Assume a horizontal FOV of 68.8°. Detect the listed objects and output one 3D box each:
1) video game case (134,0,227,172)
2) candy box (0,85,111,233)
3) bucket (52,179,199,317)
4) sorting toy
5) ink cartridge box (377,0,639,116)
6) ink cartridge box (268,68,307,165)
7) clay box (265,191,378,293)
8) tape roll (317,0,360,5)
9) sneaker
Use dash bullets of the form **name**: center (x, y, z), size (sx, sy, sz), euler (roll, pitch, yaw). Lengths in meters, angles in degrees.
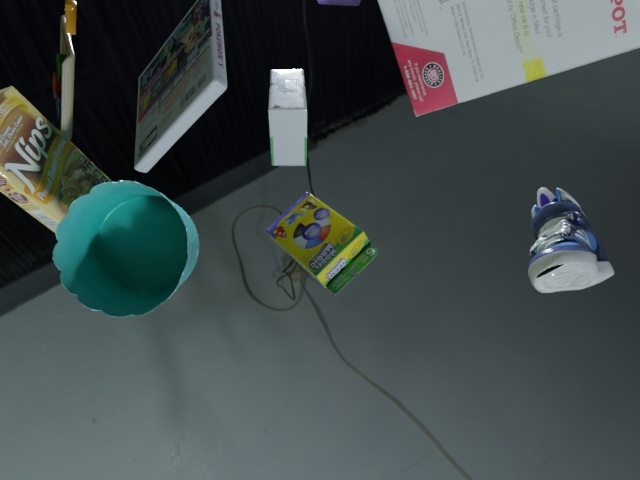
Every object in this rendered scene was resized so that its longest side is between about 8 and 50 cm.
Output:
- **video game case**: center (-0.197, -0.217, 0.643), size (0.201, 0.023, 0.183), euler (-32, 55, 36)
- **candy box**: center (-0.685, -0.181, 1.125), size (0.088, 0.316, 0.182), euler (-3, 51, 29)
- **bucket**: center (-0.400, 0.015, 1.010), size (0.282, 0.183, 0.280), euler (0, 91, -4)
- **sorting toy**: center (-0.589, -0.417, 1.069), size (0.041, 0.307, 0.229), euler (0, 46, -30)
- **ink cartridge box**: center (0.314, -0.414, 0.788), size (0.385, 0.279, 0.160), euler (-11, 27, 27)
- **ink cartridge box**: center (-0.108, -0.417, 1.570), size (0.122, 0.211, 0.289), euler (-2, 43, -3)
- **clay box**: center (0.000, 0.000, 0.945), size (0.127, 0.053, 0.222), euler (-44, 47, -9)
- **tape roll**: center (0.042, -0.582, 0.951), size (0.080, 0.188, 0.188), euler (8, 53, 12)
- **sneaker**: center (0.509, -0.016, 1.031), size (0.323, 0.130, 0.236), euler (8, 55, -42)
